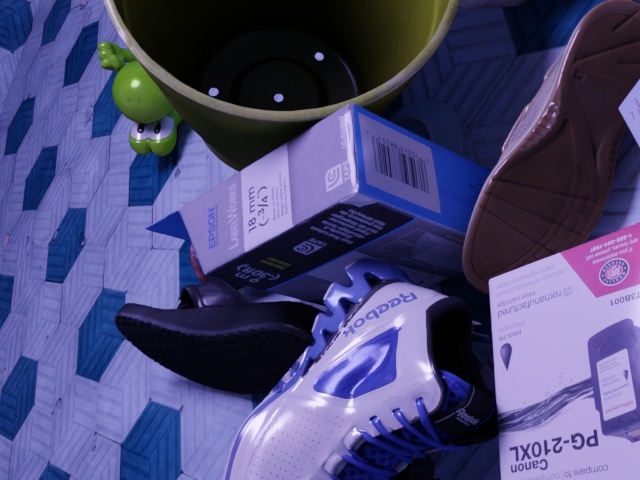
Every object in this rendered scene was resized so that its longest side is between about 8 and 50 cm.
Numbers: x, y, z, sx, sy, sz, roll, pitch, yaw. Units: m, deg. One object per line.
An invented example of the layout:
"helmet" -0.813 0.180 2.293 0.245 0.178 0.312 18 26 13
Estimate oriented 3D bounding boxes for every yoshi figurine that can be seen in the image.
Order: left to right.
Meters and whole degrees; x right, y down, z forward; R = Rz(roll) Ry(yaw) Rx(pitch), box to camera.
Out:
"yoshi figurine" -0.287 -0.336 1.604 0.203 0.203 0.362 -14 63 41

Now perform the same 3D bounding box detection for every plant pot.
"plant pot" -0.045 -0.238 1.058 0.353 0.366 0.366 99 -179 -73

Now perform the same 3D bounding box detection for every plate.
"plate" 0.099 -0.091 1.103 0.188 0.024 0.188 -30 49 41

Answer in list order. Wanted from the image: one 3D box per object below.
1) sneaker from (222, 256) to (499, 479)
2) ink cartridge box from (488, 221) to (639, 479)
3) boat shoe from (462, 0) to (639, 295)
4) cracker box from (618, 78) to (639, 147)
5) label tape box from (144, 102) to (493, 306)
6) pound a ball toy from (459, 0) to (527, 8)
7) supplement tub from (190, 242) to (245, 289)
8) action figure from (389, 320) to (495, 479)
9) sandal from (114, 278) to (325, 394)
"sneaker" 0.047 0.162 0.788 0.182 0.127 0.315 9 67 49
"ink cartridge box" 0.239 0.127 0.732 0.172 0.100 0.237 -27 52 44
"boat shoe" 0.231 -0.084 0.873 0.098 0.109 0.302 -34 -31 -84
"cracker box" 0.344 -0.129 0.690 0.232 0.067 0.155 117 149 -47
"label tape box" 0.000 0.000 0.980 0.334 0.241 0.106 -27 58 39
"pound a ball toy" 0.247 -0.322 0.885 0.319 0.136 0.208 -26 75 59
"supplement tub" -0.086 0.000 1.227 0.198 0.106 0.106 -23 54 44
"action figure" 0.095 0.186 0.902 0.185 0.099 0.285 -25 49 53
"sandal" -0.105 0.121 1.175 0.446 0.167 0.107 -3 44 45
